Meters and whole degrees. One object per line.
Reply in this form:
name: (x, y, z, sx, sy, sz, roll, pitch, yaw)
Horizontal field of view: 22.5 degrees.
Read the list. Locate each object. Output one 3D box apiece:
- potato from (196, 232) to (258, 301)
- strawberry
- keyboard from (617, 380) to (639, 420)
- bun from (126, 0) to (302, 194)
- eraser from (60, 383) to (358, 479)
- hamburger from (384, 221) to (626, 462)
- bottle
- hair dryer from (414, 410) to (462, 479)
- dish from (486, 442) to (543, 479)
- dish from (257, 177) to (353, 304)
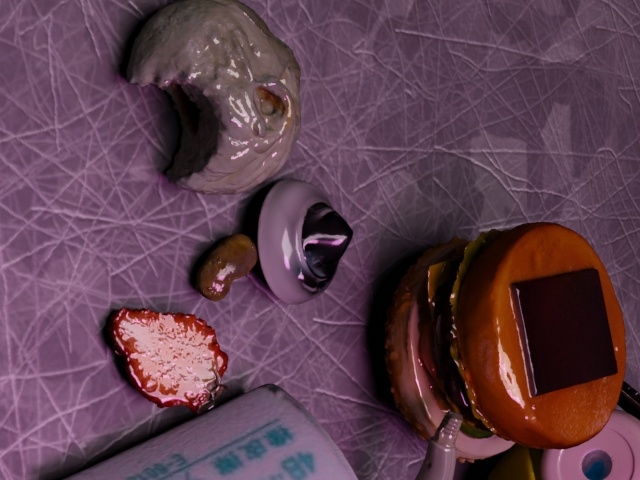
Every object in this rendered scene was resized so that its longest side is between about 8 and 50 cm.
potato: (-0.100, 0.026, 1.715, 0.092, 0.045, 0.046, -46, 162, -31)
strawberry: (-0.158, 0.119, 1.663, 0.152, 0.048, 0.104, 39, 71, -20)
keyboard: (0.387, 0.197, 2.017, 0.027, 0.317, 0.106, -45, 124, -1)
bun: (-0.097, -0.149, 1.659, 0.212, 0.126, 0.204, 41, 62, -36)
eraser: (-0.109, 0.272, 1.630, 0.290, 0.104, 0.189, -22, 65, -41)
hamburger: (0.208, 0.123, 1.889, 0.291, 0.225, 0.291, 9, 78, -44)
bottle: (0.375, 0.301, 1.986, 0.236, 0.147, 0.147, 36, 66, -57)
hair dryer: (0.146, 0.372, 1.865, 0.298, 0.119, 0.296, -52, 131, 1)
dish: (0.260, 0.378, 2.000, 0.262, 0.108, 0.221, 60, 14, -24)
dish: (0.000, 0.000, 1.764, 0.141, 0.078, 0.141, 6, 83, -59)
